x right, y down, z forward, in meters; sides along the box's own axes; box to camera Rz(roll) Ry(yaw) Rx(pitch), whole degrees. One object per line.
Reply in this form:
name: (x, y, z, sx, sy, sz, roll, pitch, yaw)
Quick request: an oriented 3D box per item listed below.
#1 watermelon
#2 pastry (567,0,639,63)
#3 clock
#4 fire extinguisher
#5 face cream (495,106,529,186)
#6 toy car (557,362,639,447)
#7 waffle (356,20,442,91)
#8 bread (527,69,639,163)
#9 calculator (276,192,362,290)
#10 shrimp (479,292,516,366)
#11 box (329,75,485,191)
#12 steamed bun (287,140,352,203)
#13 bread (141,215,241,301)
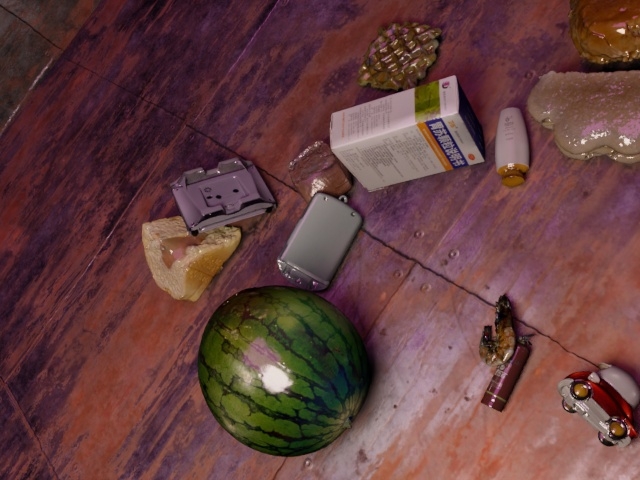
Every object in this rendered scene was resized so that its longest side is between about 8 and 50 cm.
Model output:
watermelon: (-0.073, 0.259, 1.222, 0.363, 0.363, 0.363, -14, 61, 26)
pastry: (0.644, -0.482, 1.249, 0.255, 0.162, 0.311, -7, 53, 40)
clock: (-0.259, -0.122, 1.614, 0.253, 0.083, 0.186, -19, 52, -17)
fire extinguisher: (0.355, 0.245, 1.146, 0.158, 0.043, 0.064, -61, 11, -8)
face cream: (0.417, -0.205, 1.322, 0.072, 0.051, 0.182, -8, 62, 27)
toy car: (0.487, 0.268, 1.025, 0.112, 0.112, 0.139, -37, 61, -9)
waffle: (0.207, -0.489, 1.589, 0.223, 0.054, 0.204, 20, 78, 38)
bread: (0.580, -0.249, 1.212, 0.337, 0.102, 0.183, 9, 72, 35)
calculator: (0.000, 0.000, 1.441, 0.141, 0.045, 0.246, 29, 84, -3)
shrimp: (0.340, 0.172, 1.176, 0.091, 0.034, 0.161, -36, 28, 44)
box: (0.197, -0.234, 1.377, 0.299, 0.200, 0.106, -13, 60, 26)
steamed bun: (-0.003, -0.169, 1.528, 0.145, 0.106, 0.175, -40, 50, 9)
bread: (-0.349, 0.052, 1.654, 0.183, 0.224, 0.211, 35, 130, 32)
